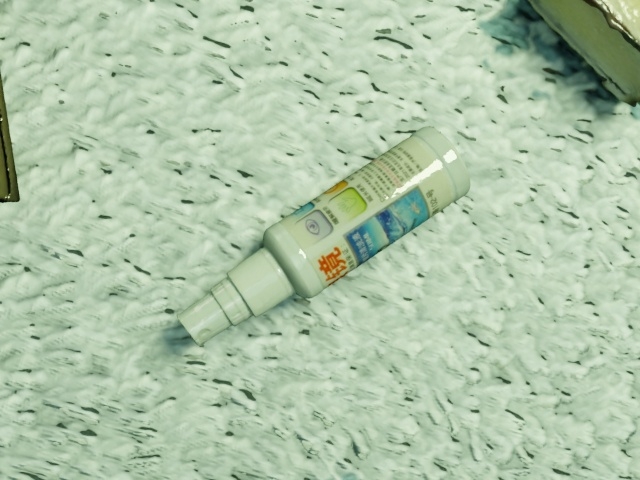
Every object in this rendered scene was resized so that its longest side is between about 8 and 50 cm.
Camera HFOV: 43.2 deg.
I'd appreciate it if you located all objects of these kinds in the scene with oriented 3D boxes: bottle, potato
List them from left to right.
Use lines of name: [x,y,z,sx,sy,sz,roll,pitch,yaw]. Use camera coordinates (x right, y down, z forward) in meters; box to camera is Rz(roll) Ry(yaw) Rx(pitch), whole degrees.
bottle: [0.000,0.000,0.551,0.217,0.060,0.060,-32,100,-8]
potato: [0.213,-0.158,0.573,0.122,0.086,0.061,45,87,-5]

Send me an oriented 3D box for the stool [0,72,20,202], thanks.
stool: [-0.285,-0.143,0.346,0.310,0.310,0.226,8,90,-11]
